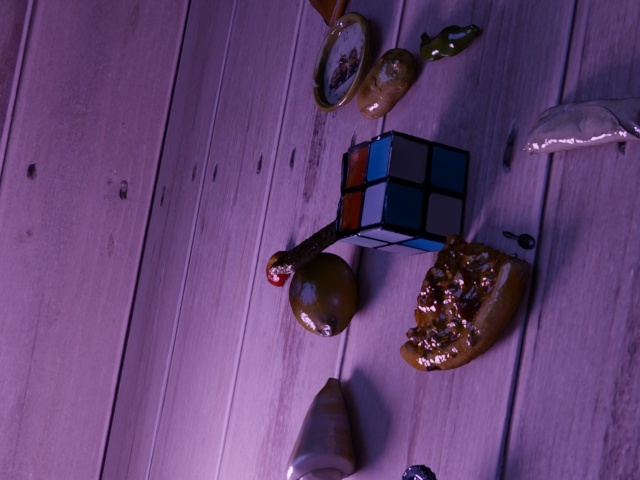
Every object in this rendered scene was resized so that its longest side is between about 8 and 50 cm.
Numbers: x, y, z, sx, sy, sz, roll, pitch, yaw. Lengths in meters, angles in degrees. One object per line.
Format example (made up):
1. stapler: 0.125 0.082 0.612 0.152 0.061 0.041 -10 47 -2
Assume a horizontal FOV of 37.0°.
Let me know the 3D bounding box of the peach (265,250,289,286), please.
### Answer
1. peach: -0.104 0.067 2.315 0.077 0.050 0.083 -115 39 -54

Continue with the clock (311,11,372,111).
1. clock: 0.059 -0.398 2.161 0.237 0.057 0.237 -35 49 53

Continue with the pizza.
1. pizza: 0.221 0.093 1.574 0.335 0.086 0.226 -49 39 49

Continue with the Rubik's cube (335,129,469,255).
1. Rubik's cube: 0.143 -0.079 1.711 0.180 0.167 0.183 -18 64 61

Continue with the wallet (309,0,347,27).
1. wallet: 0.033 -0.622 2.337 0.195 0.042 0.161 -121 44 -53

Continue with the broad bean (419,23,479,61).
1. broad bean: 0.231 -0.369 1.797 0.195 0.046 0.061 -162 82 -67

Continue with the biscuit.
1. biscuit: 0.000 0.000 1.964 0.025 0.231 0.131 59 155 -9

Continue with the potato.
1. potato: 0.134 -0.320 1.943 0.170 0.080 0.107 -51 24 47

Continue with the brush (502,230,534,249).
1. brush: 0.312 -0.003 1.509 0.083 0.008 0.024 -149 69 -64

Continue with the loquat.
1. loquat: 0.008 0.114 1.944 0.195 0.152 0.152 -87 24 -45

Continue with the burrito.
1. burrito: 0.386 -0.161 1.362 0.275 0.059 0.082 8 73 65

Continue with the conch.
1. conch: 0.021 0.391 1.861 0.158 0.127 0.255 87 -159 -55

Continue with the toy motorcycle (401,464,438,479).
1. toy motorcycle: 0.160 0.494 1.496 0.204 0.108 0.239 -56 33 40
